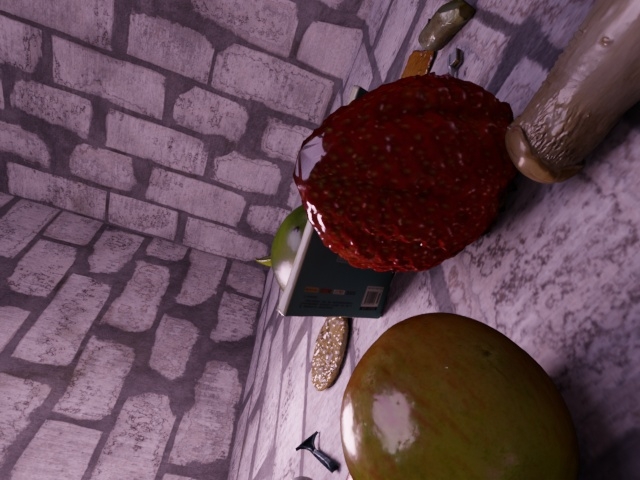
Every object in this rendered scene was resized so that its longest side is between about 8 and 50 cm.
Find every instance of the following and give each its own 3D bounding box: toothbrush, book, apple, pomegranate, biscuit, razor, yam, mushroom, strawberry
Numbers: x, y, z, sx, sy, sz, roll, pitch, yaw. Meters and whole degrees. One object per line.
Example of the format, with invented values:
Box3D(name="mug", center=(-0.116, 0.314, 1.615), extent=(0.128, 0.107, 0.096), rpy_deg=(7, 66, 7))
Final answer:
Box3D(name="toothbrush", center=(0.244, -0.235, 0.772), extent=(0.030, 0.025, 0.343), rpy_deg=(132, 154, -60))
Box3D(name="book", center=(0.085, -0.039, 0.731), extent=(0.031, 0.264, 0.380), rpy_deg=(25, 99, 44))
Box3D(name="apple", center=(0.115, 0.168, 0.357), extent=(0.196, 0.195, 0.196), rpy_deg=(-163, 90, -79))
Box3D(name="pomegranate", center=(0.000, 0.000, 1.024), extent=(0.310, 0.215, 0.359), rpy_deg=(96, -171, -65))
Box3D(name="biscuit", center=(0.230, -0.396, 1.126), extent=(0.232, 0.013, 0.237), rpy_deg=(-98, 27, -66))
Box3D(name="razor", center=(0.001, 0.462, 0.893), extent=(0.066, 0.033, 0.190), rpy_deg=(-32, -1, -21))
Box3D(name="yam", center=(0.267, -0.468, 0.901), extent=(0.146, 0.069, 0.070), rpy_deg=(150, 136, -76))
Box3D(name="mushroom", center=(0.285, -0.209, 0.353), extent=(0.351, 0.094, 0.123), rpy_deg=(-64, -4, 33))
Box3D(name="strawberry", center=(0.107, -0.092, 0.539), extent=(0.238, 0.288, 0.250), rpy_deg=(-45, 47, 51))
Box3D(name="biscuit", center=(0.022, 0.276, 1.062), extent=(0.220, 0.033, 0.220), rpy_deg=(-162, 90, -78))

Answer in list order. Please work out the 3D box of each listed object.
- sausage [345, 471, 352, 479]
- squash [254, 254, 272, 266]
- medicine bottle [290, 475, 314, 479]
Box3D(name="sausage", center=(0.057, 0.380, 0.510), extent=(0.113, 0.113, 0.259), rpy_deg=(-126, 55, -77))
Box3D(name="squash", center=(-0.055, 0.027, 1.252), extent=(0.093, 0.251, 0.170), rpy_deg=(-138, 66, -76))
Box3D(name="medicine bottle", center=(-0.037, 0.543, 0.806), extent=(0.140, 0.079, 0.079), rpy_deg=(-96, 26, -64))
